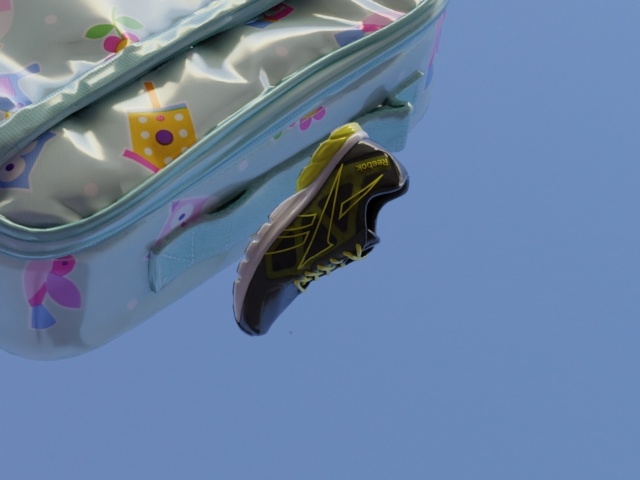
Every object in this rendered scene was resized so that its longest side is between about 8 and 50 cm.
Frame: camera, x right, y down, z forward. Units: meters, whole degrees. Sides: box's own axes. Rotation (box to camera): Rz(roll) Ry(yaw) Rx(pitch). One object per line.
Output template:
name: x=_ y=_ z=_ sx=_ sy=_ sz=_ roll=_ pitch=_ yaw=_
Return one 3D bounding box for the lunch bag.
lunch bag: x=-0.083 y=-0.085 z=0.690 sx=0.224 sy=0.108 sz=0.279 roll=35 pitch=-125 yaw=27

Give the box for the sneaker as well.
sneaker: x=0.000 y=0.000 z=0.539 sx=0.035 sy=0.031 sz=0.083 roll=32 pitch=-88 yaw=16
